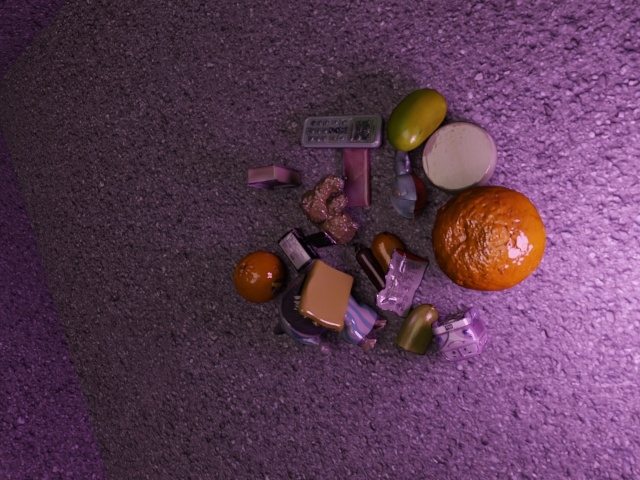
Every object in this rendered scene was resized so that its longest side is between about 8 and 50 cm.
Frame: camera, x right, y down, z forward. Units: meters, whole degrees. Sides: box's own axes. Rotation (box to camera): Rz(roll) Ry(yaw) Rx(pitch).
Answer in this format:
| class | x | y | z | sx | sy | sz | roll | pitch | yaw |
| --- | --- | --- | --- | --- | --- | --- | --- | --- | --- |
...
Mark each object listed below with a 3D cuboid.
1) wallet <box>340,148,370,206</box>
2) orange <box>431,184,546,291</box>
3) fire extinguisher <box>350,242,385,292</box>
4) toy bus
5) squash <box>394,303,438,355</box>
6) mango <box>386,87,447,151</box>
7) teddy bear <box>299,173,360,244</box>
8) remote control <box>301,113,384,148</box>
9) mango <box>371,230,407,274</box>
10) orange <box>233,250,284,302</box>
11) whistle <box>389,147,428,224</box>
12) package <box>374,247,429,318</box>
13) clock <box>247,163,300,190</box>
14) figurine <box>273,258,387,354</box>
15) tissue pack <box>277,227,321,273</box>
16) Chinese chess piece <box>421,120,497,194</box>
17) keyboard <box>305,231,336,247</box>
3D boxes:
| class | x | y | z | sx | sy | sz | roll | pitch | yaw |
| --- | --- | --- | --- | --- | --- | --- | --- | --- | --- |
| wallet | 0.137 | -0.246 | 1.832 | 0.120 | 0.025 | 0.231 | -2 | 90 | 27 |
| orange | 0.528 | -0.006 | 1.477 | 0.341 | 0.294 | 0.339 | -1 | 89 | 45 |
| fire extinguisher | 0.199 | 0.110 | 1.773 | 0.072 | 0.089 | 0.267 | -31 | 75 | -15 |
| toy bus | 0.464 | 0.310 | 1.556 | 0.142 | 0.203 | 0.142 | -23 | 82 | 26 |
| squash | 0.349 | 0.304 | 1.662 | 0.123 | 0.123 | 0.186 | 29 | 103 | 25 |
| mango | 0.318 | -0.415 | 1.621 | 0.273 | 0.149 | 0.185 | -48 | 26 | -19 |
| teddy bear | 0.037 | -0.096 | 1.800 | 0.256 | 0.156 | 0.267 | 46 | 148 | -7 |
| remote control | 0.083 | -0.420 | 1.835 | 0.336 | 0.066 | 0.127 | 6 | 83 | 28 |
| mango | 0.259 | 0.051 | 1.723 | 0.115 | 0.090 | 0.177 | -28 | 77 | -7 |
| orange | -0.255 | 0.151 | 1.949 | 0.219 | 0.193 | 0.219 | -3 | 85 | 45 |
| whistle | 0.307 | -0.222 | 1.688 | 0.134 | 0.142 | 0.345 | -10 | 73 | 18 |
| package | 0.286 | 0.155 | 1.676 | 0.040 | 0.166 | 0.231 | 15 | 86 | 64 |
| clock | -0.187 | -0.253 | 1.908 | 0.147 | 0.192 | 0.070 | -4 | 87 | 28 |
| figurine | 0.001 | 0.299 | 1.841 | 0.361 | 0.266 | 0.378 | 41 | 144 | -4 |
| tissue pack | -0.088 | 0.041 | 1.912 | 0.103 | 0.090 | 0.170 | -42 | 73 | 22 |
| Chinese chess piece | 0.473 | -0.281 | 1.610 | 0.251 | 0.101 | 0.249 | 0 | 90 | 28 |
| keyboard | -0.001 | 0.001 | 1.823 | 0.074 | 0.196 | 0.015 | 47 | 71 | -12 |
